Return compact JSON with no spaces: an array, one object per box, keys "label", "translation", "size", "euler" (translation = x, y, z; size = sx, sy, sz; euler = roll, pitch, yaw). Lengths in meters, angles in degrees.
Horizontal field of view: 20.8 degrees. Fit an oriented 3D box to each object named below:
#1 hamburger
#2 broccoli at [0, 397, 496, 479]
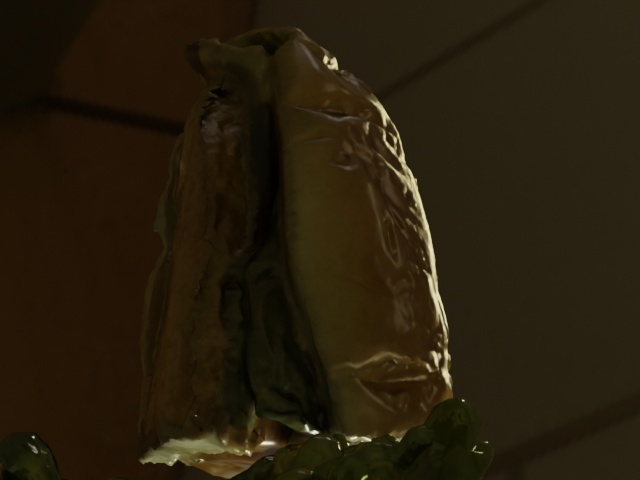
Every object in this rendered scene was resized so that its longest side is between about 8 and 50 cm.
[{"label":"hamburger","translation":[0.000,0.000,0.750],"size":[0.155,0.135,0.208],"euler":[138,-41,-66]},{"label":"broccoli","translation":[-0.008,0.146,0.357],"size":[0.243,0.263,0.247],"euler":[-41,-156,57]}]
